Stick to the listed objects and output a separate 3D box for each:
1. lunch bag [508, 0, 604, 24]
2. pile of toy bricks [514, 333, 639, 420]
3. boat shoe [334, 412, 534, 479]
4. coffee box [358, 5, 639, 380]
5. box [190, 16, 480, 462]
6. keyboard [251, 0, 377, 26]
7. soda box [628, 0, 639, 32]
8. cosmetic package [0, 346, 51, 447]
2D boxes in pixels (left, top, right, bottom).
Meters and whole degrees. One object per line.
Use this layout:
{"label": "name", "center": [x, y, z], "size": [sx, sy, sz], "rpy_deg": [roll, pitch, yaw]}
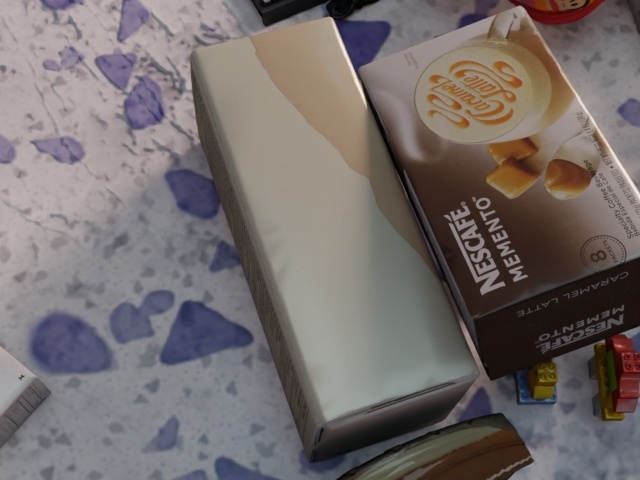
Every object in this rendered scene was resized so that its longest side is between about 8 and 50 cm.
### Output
{"label": "lunch bag", "center": [0.206, -0.368, 0.896], "size": [0.258, 0.120, 0.293], "rpy_deg": [-44, 61, 7]}
{"label": "pile of toy bricks", "center": [0.194, 0.032, 0.791], "size": [0.118, 0.105, 0.212], "rpy_deg": [0, 67, -3]}
{"label": "boat shoe", "center": [0.011, 0.239, 0.695], "size": [0.324, 0.122, 0.120], "rpy_deg": [-29, 77, -6]}
{"label": "coffee box", "center": [0.136, -0.040, 0.728], "size": [0.141, 0.098, 0.246], "rpy_deg": [-21, 54, 3]}
{"label": "box", "center": [0.000, 0.000, 0.774], "size": [0.121, 0.148, 0.311], "rpy_deg": [-16, 70, -11]}
{"label": "keyboard", "center": [0.015, -0.262, 0.953], "size": [0.180, 0.023, 0.108], "rpy_deg": [-26, 71, -13]}
{"label": "soda box", "center": [0.343, -0.290, 0.946], "size": [0.098, 0.091, 0.286], "rpy_deg": [-8, 68, -7]}
{"label": "cosmetic package", "center": [-0.334, 0.076, 0.766], "size": [0.239, 0.060, 0.099], "rpy_deg": [36, 69, 11]}
